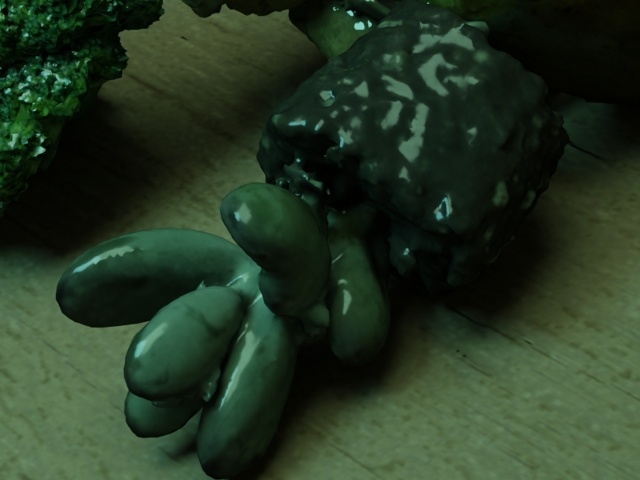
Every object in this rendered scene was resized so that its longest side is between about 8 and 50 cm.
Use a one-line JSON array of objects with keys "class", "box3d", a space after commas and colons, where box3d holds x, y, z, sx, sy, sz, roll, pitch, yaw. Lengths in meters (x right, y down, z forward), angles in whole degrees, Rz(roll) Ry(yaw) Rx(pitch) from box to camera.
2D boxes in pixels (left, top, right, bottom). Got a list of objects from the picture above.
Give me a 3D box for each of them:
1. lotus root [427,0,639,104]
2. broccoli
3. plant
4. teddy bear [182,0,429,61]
[{"class": "lotus root", "box3d": [0.150, -0.148, 1.103, 0.123, 0.241, 0.124, 1, 79, 48]}, {"class": "broccoli", "box3d": [-0.215, -0.134, 1.196, 0.269, 0.241, 0.261, -49, 60, -1]}, {"class": "plant", "box3d": [0.002, 0.000, 1.020, 0.274, 0.149, 0.146, -41, 69, -19]}, {"class": "teddy bear", "box3d": [0.006, -0.205, 1.192, 0.156, 0.256, 0.267, -26, 55, 43]}]
